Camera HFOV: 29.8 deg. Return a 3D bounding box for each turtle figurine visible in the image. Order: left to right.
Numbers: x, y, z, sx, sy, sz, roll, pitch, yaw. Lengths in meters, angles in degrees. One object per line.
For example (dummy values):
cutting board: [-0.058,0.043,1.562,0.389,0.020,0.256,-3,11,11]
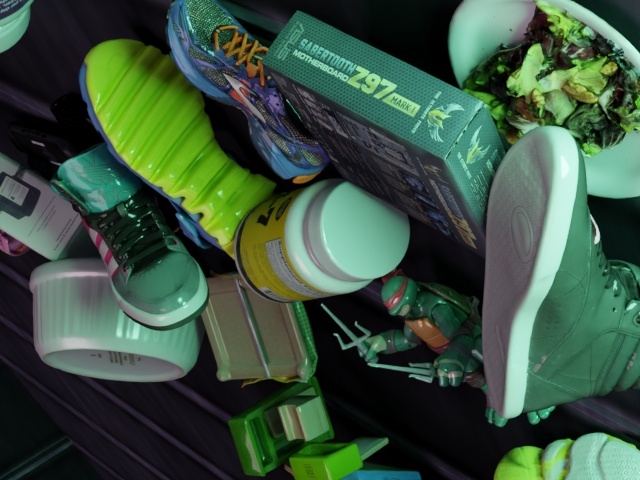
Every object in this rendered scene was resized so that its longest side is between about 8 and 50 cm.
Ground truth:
turtle figurine: [0.125,0.107,1.234,0.234,0.118,0.175,33,175,-16]

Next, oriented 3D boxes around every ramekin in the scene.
ramekin: [-0.295,0.123,1.757,0.272,0.127,0.273,4,161,1]

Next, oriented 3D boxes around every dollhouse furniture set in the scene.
dollhouse furniture set: [-0.034,0.161,1.649,0.197,0.151,0.302,-9,100,47]

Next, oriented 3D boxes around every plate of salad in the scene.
plate of salad: [0.170,-0.100,0.889,0.200,0.048,0.200,36,156,19]

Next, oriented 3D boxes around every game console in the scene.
game console: [-0.338,-0.121,1.691,0.361,0.044,0.213,16,143,46]

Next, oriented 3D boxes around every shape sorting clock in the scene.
shape sorting clock: [0.049,0.343,1.730,0.206,0.040,0.206,7,174,1]

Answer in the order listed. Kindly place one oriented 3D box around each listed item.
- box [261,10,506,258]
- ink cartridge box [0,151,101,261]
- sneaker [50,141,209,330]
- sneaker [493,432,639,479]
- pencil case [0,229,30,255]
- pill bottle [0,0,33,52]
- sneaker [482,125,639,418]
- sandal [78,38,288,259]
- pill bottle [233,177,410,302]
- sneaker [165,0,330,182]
box: [0.070,-0.079,0.998,0.183,0.059,0.233,32,172,28]
ink cartridge box: [-0.421,-0.035,1.825,0.237,0.100,0.172,29,173,23]
sneaker: [-0.232,-0.031,1.436,0.295,0.123,0.178,46,163,50]
sneaker: [0.300,0.270,1.296,0.126,0.091,0.240,32,162,-22]
pencil case: [-0.582,-0.082,2.050,0.284,0.124,0.124,33,155,26]
pill bottle: [-0.376,-0.320,1.246,0.169,0.169,0.301,39,157,10]
sneaker: [0.213,0.021,0.945,0.105,0.146,0.296,-105,10,-46]
sandal: [-0.161,-0.088,1.363,0.317,0.126,0.138,53,159,-18]
pill bottle: [0.000,0.000,1.247,0.119,0.119,0.208,49,156,-13]
sneaker: [-0.054,-0.156,1.142,0.221,0.083,0.087,45,144,-17]
